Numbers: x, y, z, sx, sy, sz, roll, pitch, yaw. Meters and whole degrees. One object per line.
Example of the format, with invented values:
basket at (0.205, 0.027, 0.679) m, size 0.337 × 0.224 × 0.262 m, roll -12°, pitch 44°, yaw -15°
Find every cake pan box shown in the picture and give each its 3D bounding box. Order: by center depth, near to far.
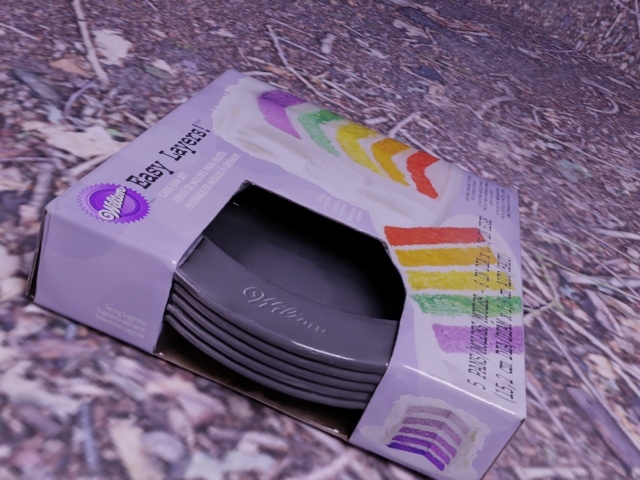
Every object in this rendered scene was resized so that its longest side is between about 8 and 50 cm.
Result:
cake pan box at (0.000, 0.000, 0.424) m, size 0.246 × 0.070 × 0.267 m, roll 23°, pitch 32°, yaw 4°
